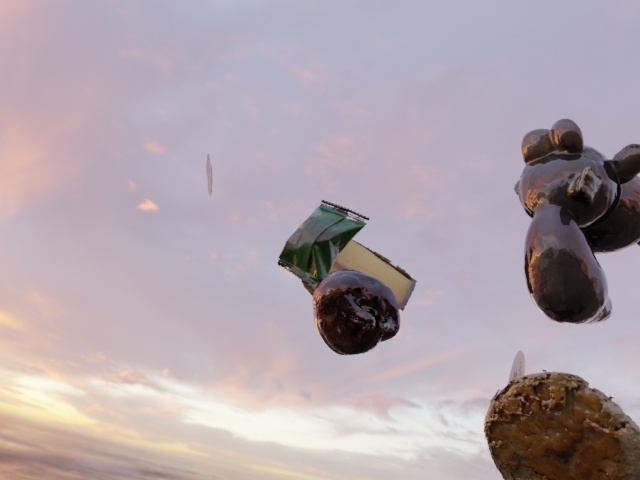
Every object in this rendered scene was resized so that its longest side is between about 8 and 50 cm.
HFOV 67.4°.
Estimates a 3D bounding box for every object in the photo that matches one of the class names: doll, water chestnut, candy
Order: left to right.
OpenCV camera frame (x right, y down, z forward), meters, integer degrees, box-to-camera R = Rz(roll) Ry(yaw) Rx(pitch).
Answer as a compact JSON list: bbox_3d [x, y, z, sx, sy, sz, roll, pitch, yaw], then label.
[{"bbox_3d":[0.000,-0.001,1.102,0.141,0.203,0.078,31,-15,22],"label":"candy"},{"bbox_3d":[0.110,0.216,1.487,0.289,0.289,0.244,31,-40,-30],"label":"water chestnut"},{"bbox_3d":[0.505,-0.010,0.954,0.382,0.378,0.252,28,-7,-34],"label":"doll"}]

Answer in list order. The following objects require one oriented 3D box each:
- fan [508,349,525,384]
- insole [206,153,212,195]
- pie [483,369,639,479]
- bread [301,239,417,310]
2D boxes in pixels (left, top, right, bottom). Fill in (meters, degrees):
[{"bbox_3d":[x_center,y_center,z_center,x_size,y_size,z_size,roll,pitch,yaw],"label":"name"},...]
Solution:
[{"bbox_3d":[0.711,0.570,1.799,0.012,0.233,0.414,13,-43,13],"label":"fan"},{"bbox_3d":[-0.277,-0.167,1.195,0.004,0.197,0.065,3,-60,-18],"label":"insole"},{"bbox_3d":[0.423,0.363,0.842,0.274,0.274,0.055,-11,0,40],"label":"pie"},{"bbox_3d":[0.154,0.143,1.767,0.242,0.345,0.405,1,-43,31],"label":"bread"}]
